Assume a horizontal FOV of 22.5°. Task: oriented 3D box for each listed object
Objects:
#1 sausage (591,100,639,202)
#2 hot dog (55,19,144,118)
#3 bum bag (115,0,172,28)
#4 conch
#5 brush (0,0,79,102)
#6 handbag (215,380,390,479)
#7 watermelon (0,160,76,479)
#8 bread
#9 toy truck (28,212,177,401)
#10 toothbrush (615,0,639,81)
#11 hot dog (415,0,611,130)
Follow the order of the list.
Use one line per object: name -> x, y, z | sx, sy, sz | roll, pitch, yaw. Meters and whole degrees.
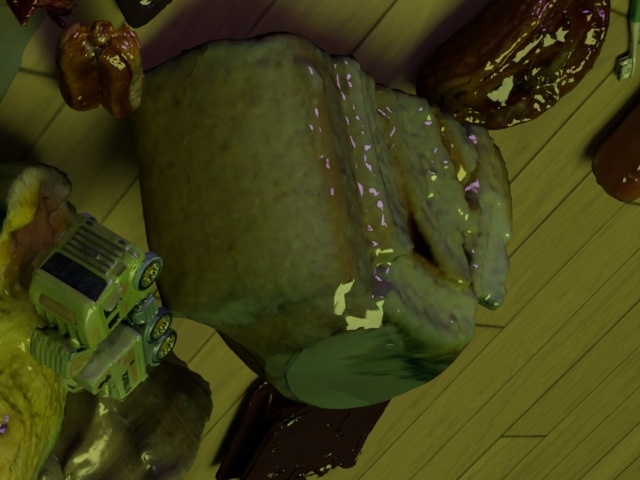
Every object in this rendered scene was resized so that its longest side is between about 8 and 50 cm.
sausage -> 0.466, -0.209, 1.891 | 0.094, 0.094, 0.419 | -20, 151, -54
hot dog -> -0.179, -0.138, 1.303 | 0.071, 0.045, 0.165 | 12, 167, -4
bum bag -> -0.107, -0.248, 1.307 | 0.159, 0.026, 0.109 | -35, 152, -10
conch -> -0.238, 0.179, 1.618 | 0.324, 0.263, 0.186 | -56, 145, -42
brush -> -0.240, -0.161, 1.272 | 0.060, 0.050, 0.321 | -7, 142, -47
handbag -> -0.019, 0.242, 2.078 | 0.203, 0.074, 0.216 | -13, 146, -34
watermelon -> -0.323, 0.078, 1.367 | 0.189, 0.330, 0.331 | 13, 143, 4
bread -> -0.005, 0.002, 1.473 | 0.239, 0.264, 0.395 | -16, 157, 33
toy truck -> -0.193, 0.071, 1.361 | 0.116, 0.085, 0.191 | -52, 160, -25
toothbrush -> 0.349, -0.258, 1.770 | 0.024, 0.018, 0.257 | -21, 150, -11
hot dog -> 0.203, -0.198, 1.629 | 0.227, 0.099, 0.160 | -48, 149, 17
